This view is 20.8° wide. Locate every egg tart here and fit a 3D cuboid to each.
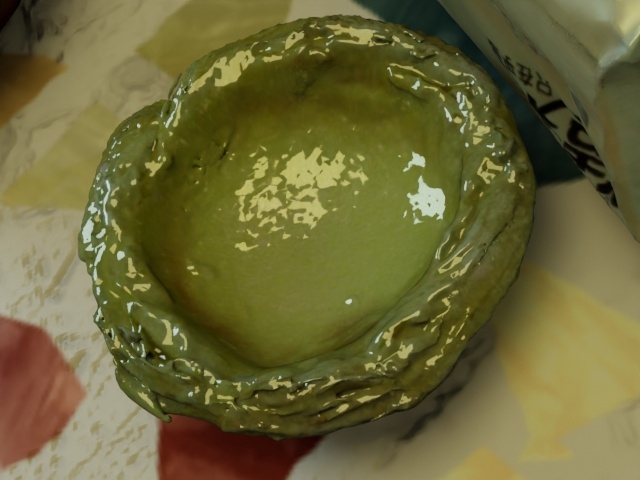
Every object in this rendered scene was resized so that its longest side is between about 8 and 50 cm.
[{"bbox_3d":[0.000,0.000,0.719,0.197,0.078,0.197,-8,62,15],"label":"egg tart"}]

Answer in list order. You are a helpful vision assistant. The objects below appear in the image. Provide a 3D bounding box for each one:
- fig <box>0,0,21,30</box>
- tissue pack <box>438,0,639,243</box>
[{"bbox_3d":[-0.250,-0.171,0.841,0.235,0.214,0.235,0,88,15],"label":"fig"},{"bbox_3d":[0.144,-0.247,0.715,0.331,0.205,0.405,-35,56,0],"label":"tissue pack"}]
